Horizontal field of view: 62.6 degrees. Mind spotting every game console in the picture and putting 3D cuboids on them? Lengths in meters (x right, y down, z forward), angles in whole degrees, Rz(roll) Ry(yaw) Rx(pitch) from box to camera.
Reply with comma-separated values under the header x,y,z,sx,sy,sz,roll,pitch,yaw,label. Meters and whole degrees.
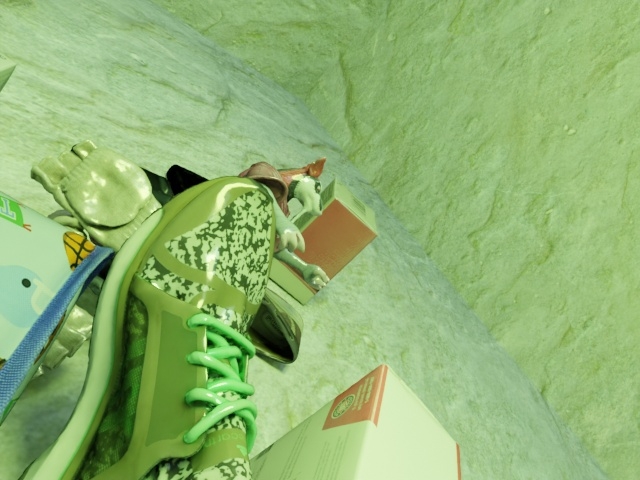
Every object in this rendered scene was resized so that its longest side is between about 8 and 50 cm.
x,y,z,sx,sy,sz,roll,pitch,yaw,label
-0.305,-0.093,1.012,0.361,0.044,0.213,25,25,-47,game console

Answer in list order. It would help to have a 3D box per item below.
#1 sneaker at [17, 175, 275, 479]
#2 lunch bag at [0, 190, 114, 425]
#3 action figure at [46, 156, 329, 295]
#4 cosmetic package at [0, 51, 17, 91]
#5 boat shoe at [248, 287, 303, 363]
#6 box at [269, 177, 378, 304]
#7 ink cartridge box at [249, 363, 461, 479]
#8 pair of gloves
x,y,z,sx,sy,sz,roll,pitch,yaw,label
-0.095,0.138,0.407,0.182,0.410,0.158,6,-22,37,sneaker
-0.346,0.067,0.270,0.328,0.239,0.385,35,25,-16,lunch bag
-0.135,-0.008,0.759,0.276,0.370,0.248,35,-25,17,action figure
-0.576,-0.243,0.576,0.366,0.155,0.197,35,18,-23,cosmetic package
-0.135,0.105,0.855,0.285,0.103,0.092,42,13,-26,boat shoe
0.000,0.000,1.152,0.127,0.232,0.148,41,19,-13,box
-0.023,0.265,0.457,0.117,0.283,0.207,48,18,-2,ink cartridge box
-0.278,0.008,0.572,0.204,0.240,0.042,46,-18,6,pair of gloves
